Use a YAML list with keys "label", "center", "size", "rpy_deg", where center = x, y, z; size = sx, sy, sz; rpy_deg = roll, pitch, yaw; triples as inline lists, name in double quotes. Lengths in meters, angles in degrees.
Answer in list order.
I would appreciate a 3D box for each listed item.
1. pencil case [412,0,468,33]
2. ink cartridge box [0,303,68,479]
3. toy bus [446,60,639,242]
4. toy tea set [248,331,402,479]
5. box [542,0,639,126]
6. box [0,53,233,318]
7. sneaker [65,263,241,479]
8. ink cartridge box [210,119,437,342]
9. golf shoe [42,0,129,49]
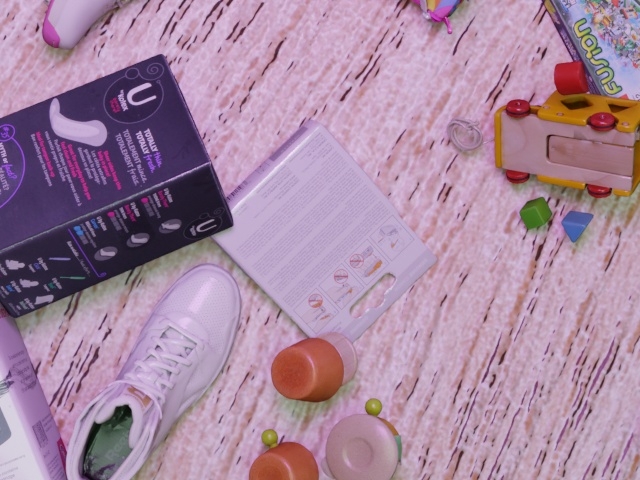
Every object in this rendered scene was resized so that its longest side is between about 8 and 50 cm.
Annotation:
- label: "pencil case"
  center: [0.076, -0.340, 1.507]
  size: [0.236, 0.104, 0.104]
  rpy_deg: [32, 87, -2]
- label: "ink cartridge box"
  center: [-0.361, 0.181, 1.428]
  size: [0.100, 0.172, 0.237]
  rpy_deg: [-22, 91, -4]
- label: "toy bus"
  center: [0.285, -0.122, 1.515]
  size: [0.202, 0.191, 0.104]
  rpy_deg: [48, 43, -3]
- label: "toy tea set"
  center: [0.015, 0.276, 1.504]
  size: [0.200, 0.124, 0.335]
  rpy_deg: [12, 94, 25]
- label: "box"
  center: [0.348, -0.248, 1.556]
  size: [0.114, 0.036, 0.207]
  rpy_deg: [-29, 92, -4]
- label: "box"
  center: [-0.254, -0.058, 1.428]
  size: [0.270, 0.143, 0.165]
  rpy_deg: [-23, 62, -4]
- label: "sneaker"
  center: [-0.178, 0.157, 1.446]
  size: [0.108, 0.169, 0.292]
  rpy_deg: [31, 86, -2]
- label: "ink cartridge box"
  center: [0.000, 0.000, 1.531]
  size: [0.181, 0.056, 0.224]
  rpy_deg: [-44, 111, -4]
- label: "golf shoe"
  center: [-0.194, -0.328, 1.480]
  size: [0.140, 0.115, 0.306]
  rpy_deg: [35, 88, -7]
